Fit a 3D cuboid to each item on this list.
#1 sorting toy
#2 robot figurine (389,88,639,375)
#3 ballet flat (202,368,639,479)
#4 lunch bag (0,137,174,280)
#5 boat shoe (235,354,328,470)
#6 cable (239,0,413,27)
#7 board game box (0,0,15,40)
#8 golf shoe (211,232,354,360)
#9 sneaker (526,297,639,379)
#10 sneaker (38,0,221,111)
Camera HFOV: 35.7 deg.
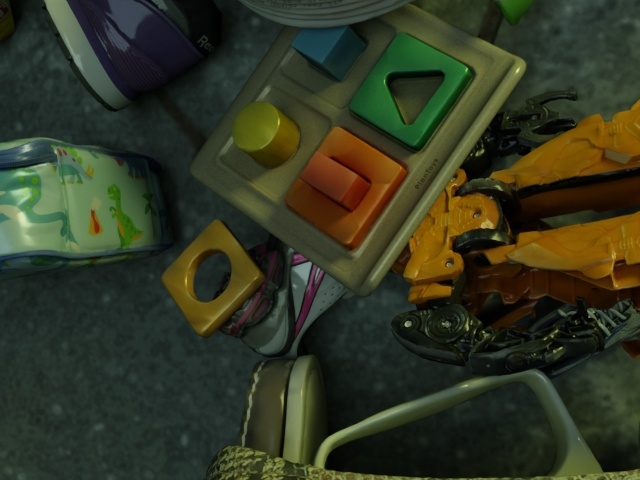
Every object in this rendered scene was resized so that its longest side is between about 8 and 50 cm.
[{"bbox_3d":[0.009,-0.083,0.657,0.196,0.047,0.347,35,92,35],"label":"sorting toy"},{"bbox_3d":[0.176,-0.006,0.611,0.291,0.085,0.211,-11,47,24],"label":"robot figurine"},{"bbox_3d":[0.160,0.159,0.593,0.483,0.164,0.182,-1,57,-4],"label":"ballet flat"},{"bbox_3d":[-0.221,-0.014,0.701,0.176,0.219,0.090,-12,88,19],"label":"lunch bag"},{"bbox_3d":[-0.054,0.237,0.717,0.097,0.116,0.324,7,101,15],"label":"boat shoe"},{"bbox_3d":[0.011,-0.264,0.645,0.257,0.089,0.257,-35,63,10],"label":"cable"},{"bbox_3d":[-0.350,-0.271,0.787,0.259,0.124,0.039,37,63,11],"label":"board game box"},{"bbox_3d":[0.000,0.000,0.720,0.086,0.067,0.186,32,93,-26],"label":"golf shoe"},{"bbox_3d":[0.179,0.055,0.659,0.135,0.058,0.052,-42,80,15],"label":"sneaker"},{"bbox_3d":[-0.170,-0.249,0.741,0.124,0.107,0.283,-28,96,7],"label":"sneaker"}]
